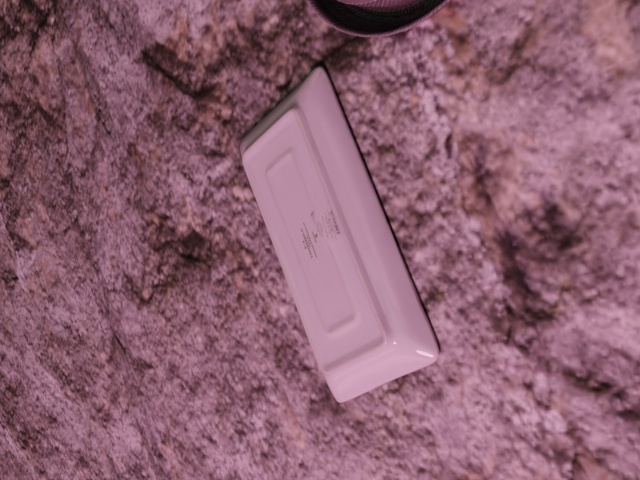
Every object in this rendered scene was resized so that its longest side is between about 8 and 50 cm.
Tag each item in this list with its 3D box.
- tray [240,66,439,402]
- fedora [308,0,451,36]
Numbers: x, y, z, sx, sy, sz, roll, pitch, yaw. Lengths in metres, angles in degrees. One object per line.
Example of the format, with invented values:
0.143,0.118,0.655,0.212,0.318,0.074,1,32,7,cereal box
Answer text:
0.000,0.000,0.749,0.145,0.030,0.271,-34,72,46,tray
0.023,-0.277,0.591,0.244,0.124,0.275,56,134,24,fedora
